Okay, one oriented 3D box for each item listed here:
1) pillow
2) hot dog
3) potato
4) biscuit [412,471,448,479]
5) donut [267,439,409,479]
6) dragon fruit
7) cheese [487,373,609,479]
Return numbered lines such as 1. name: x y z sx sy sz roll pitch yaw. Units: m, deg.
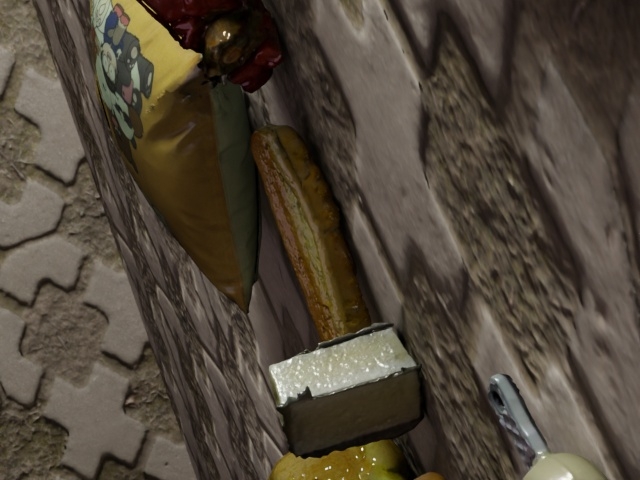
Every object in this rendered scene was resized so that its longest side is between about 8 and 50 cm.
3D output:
1. pillow: -0.148 -0.130 1.456 0.310 0.119 0.312 52 157 42
2. hot dog: 0.000 0.000 1.229 0.066 0.047 0.215 -24 87 63
3. potato: 0.019 0.124 1.186 0.061 0.122 0.086 -116 13 -48
4. biscuit: 0.152 0.322 1.038 0.290 0.062 0.237 68 168 -23
5. donut: 0.029 0.286 1.383 0.261 0.128 0.208 92 154 -56
6. dragon fruit: -0.109 -0.204 1.211 0.192 0.092 0.122 57 175 -12
7. cheese: 0.147 0.157 0.878 0.092 0.048 0.171 124 124 -74
